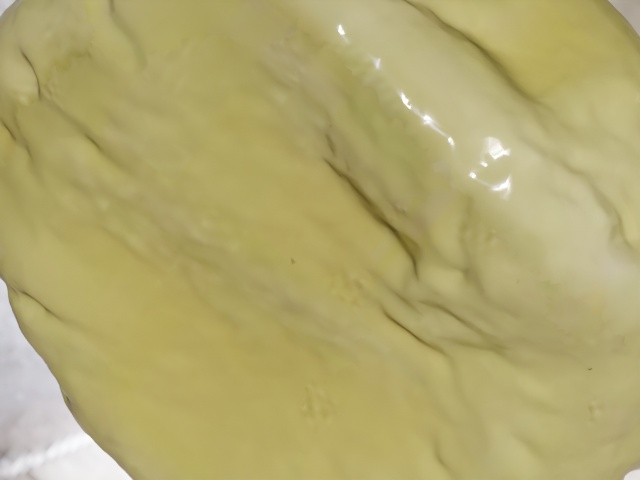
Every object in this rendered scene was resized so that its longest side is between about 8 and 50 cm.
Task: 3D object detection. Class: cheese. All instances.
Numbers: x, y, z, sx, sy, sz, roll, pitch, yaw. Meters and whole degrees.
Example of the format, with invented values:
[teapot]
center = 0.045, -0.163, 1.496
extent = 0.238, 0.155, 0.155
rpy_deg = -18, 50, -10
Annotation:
[cheese]
center = 0.000, 0.000, 0.578
extent = 0.214, 0.226, 0.117
rpy_deg = -43, 177, 39
